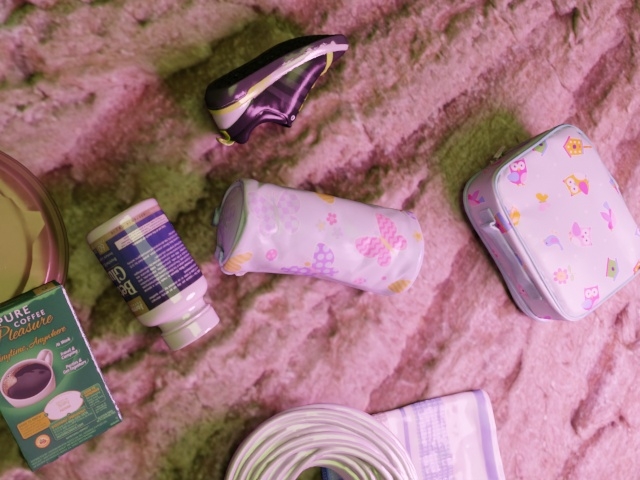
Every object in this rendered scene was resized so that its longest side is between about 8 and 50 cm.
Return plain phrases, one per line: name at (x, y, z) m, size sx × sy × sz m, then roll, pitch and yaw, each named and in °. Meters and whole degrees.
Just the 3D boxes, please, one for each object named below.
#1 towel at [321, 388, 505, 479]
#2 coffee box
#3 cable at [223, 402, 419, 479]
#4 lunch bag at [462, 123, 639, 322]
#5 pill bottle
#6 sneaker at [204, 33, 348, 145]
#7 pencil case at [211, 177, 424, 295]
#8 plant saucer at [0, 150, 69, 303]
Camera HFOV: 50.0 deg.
towel at (0.138, 0.336, 0.960) m, size 0.284 × 0.034 × 0.209 m, roll -7°, pitch 85°, yaw -24°
coffee box at (-0.306, 0.147, 0.758) m, size 0.113 × 0.040 × 0.184 m, roll -28°, pitch 112°, yaw -25°
cable at (0.000, 0.330, 0.848) m, size 0.257 × 0.089 × 0.257 m, roll -13°, pitch 84°, yaw -12°
lunch bag at (0.354, -0.025, 1.061) m, size 0.224 × 0.108 × 0.279 m, roll -33°, pitch 95°, yaw -19°
pill bottle at (-0.194, 0.043, 0.817) m, size 0.094 × 0.094 × 0.169 m, roll -34°, pitch 97°, yaw -24°
sneaker at (-0.055, -0.205, 0.935) m, size 0.234 × 0.084 × 0.097 m, roll -34°, pitch 121°, yaw -23°
pencil case at (0.000, 0.000, 0.899) m, size 0.273 × 0.113 × 0.124 m, roll 9°, pitch 90°, yaw -22°
plant saucer at (-0.422, 0.015, 0.751) m, size 0.277 × 0.041 × 0.278 m, roll 4°, pitch 81°, yaw -23°
